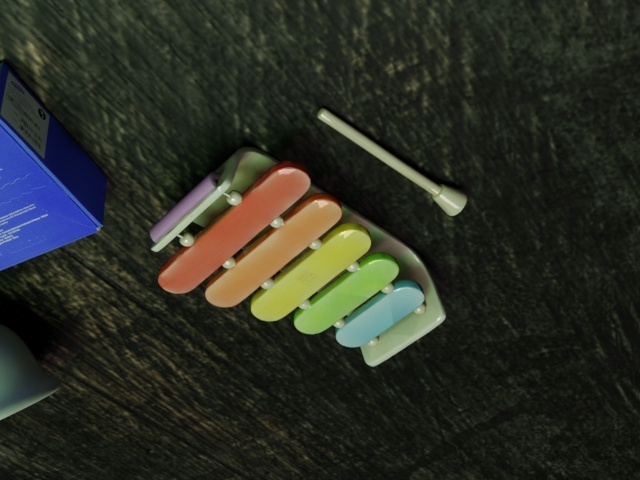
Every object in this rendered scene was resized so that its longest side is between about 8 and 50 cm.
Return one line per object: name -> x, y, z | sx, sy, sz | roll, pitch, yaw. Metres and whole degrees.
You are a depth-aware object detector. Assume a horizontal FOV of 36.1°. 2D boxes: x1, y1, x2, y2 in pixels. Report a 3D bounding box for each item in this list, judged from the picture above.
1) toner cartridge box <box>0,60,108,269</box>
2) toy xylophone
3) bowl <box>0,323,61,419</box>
toner cartridge box -> -0.393, -0.026, 0.926 | 0.348, 0.075, 0.165 | -20, 134, 15
toy xylophone -> 0.000, 0.000, 0.983 | 0.323, 0.081, 0.236 | 24, 129, -27
bowl -> -0.434, 0.148, 1.016 | 0.298, 0.298, 0.134 | -20, 92, 15
